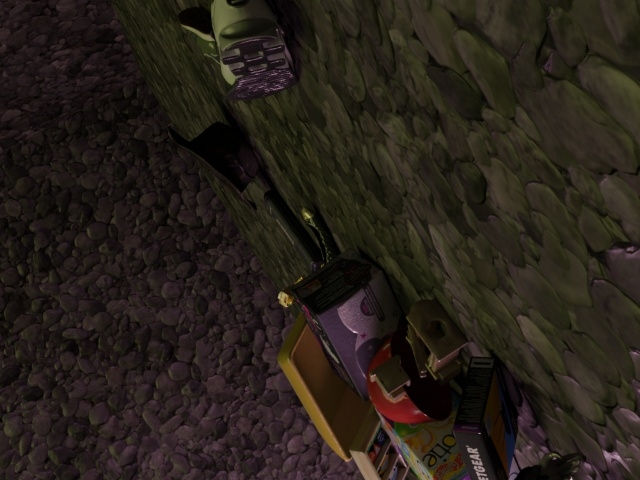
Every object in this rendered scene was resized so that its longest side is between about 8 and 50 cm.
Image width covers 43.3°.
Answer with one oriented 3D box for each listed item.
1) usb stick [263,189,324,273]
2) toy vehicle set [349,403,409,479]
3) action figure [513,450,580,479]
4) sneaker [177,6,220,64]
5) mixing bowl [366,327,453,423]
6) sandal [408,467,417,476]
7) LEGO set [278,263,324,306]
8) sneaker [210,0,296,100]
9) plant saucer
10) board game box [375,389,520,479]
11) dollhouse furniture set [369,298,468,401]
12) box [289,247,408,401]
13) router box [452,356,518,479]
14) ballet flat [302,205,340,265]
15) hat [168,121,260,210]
[{"bbox_3d":[-0.072,-0.024,2.157,0.278,0.045,0.077,54,170,29],"label":"usb stick"},{"bbox_3d":[0.158,0.394,1.702,0.035,0.267,0.166,-3,128,35],"label":"toy vehicle set"},{"bbox_3d":[0.318,0.364,1.064,0.164,0.141,0.275,60,-173,9],"label":"action figure"},{"bbox_3d":[-0.244,-0.428,1.710,0.192,0.064,0.086,43,157,49],"label":"sneaker"},{"bbox_3d":[0.148,0.261,1.470,0.181,0.098,0.181,38,-147,-31],"label":"mixing bowl"},{"bbox_3d":[0.282,0.484,1.760,0.302,0.086,0.120,18,121,53],"label":"sandal"},{"bbox_3d":[0.008,0.130,1.958,0.107,0.132,0.287,52,-168,10],"label":"LEGO set"},{"bbox_3d":[-0.110,-0.320,1.271,0.330,0.122,0.146,115,142,-80],"label":"sneaker"},{"bbox_3d":[0.024,0.262,1.804,0.081,0.333,0.333,-7,124,31],"label":"plant saucer"},{"bbox_3d":[0.243,0.395,1.527,0.142,0.144,0.275,64,169,-29],"label":"board game box"},{"bbox_3d":[0.147,0.201,1.359,0.101,0.161,0.182,55,169,24],"label":"dollhouse furniture set"},{"bbox_3d":[0.077,0.170,1.628,0.142,0.163,0.247,38,158,57],"label":"box"},{"bbox_3d":[0.248,0.279,1.195,0.046,0.133,0.179,-1,134,27],"label":"router box"},{"bbox_3d":[0.000,0.000,1.840,0.173,0.049,0.057,62,169,-18],"label":"ballet flat"},{"bbox_3d":[-0.261,-0.234,2.218,0.331,0.134,0.331,42,180,0],"label":"hat"}]
